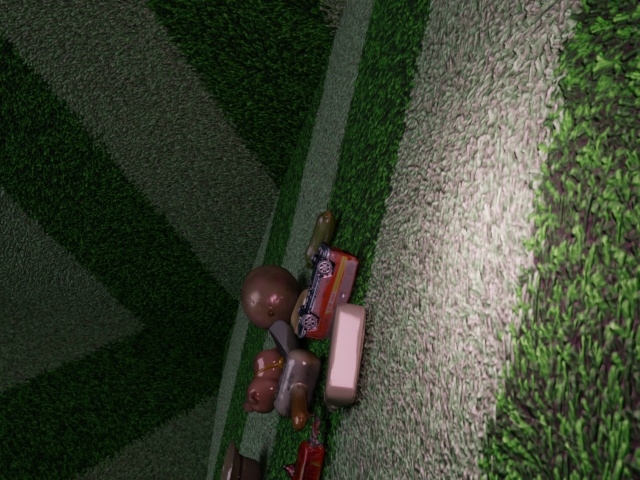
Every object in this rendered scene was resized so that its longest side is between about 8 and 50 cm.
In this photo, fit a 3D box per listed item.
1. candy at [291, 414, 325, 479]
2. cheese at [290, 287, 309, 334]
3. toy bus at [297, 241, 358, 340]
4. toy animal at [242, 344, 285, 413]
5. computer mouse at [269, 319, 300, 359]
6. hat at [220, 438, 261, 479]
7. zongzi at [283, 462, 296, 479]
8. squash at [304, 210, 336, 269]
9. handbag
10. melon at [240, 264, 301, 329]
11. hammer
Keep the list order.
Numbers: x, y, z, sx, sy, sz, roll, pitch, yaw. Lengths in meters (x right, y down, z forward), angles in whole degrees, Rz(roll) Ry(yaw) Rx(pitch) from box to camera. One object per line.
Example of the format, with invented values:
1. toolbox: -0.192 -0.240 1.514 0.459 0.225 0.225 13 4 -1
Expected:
1. candy: -0.033 0.590 1.617 0.086 0.059 0.291 167 115 -73
2. cheese: -0.037 0.186 2.113 0.127 0.054 0.251 -121 47 -69
3. toy bus: 0.018 0.145 1.734 0.121 0.120 0.264 -135 60 -76
4. toy animal: -0.177 0.480 2.235 0.165 0.149 0.247 95 -167 -56
5. computer mouse: -0.105 0.344 2.129 0.127 0.079 0.231 67 171 -28
6. hat: -0.280 0.852 2.289 0.257 0.130 0.257 -165 90 -78
7. zongzi: -0.050 0.625 1.715 0.073 0.067 0.083 -54 41 33
8. squash: 0.000 0.000 2.100 0.077 0.068 0.219 -51 -17 -66
9. handbag: 0.052 0.287 1.551 0.219 0.079 0.255 104 176 -67
10. melon: -0.181 0.206 2.353 0.317 0.223 0.222 -120 45 -72
11. hammer: -0.058 0.429 1.750 0.305 0.113 0.201 -115 37 -79
